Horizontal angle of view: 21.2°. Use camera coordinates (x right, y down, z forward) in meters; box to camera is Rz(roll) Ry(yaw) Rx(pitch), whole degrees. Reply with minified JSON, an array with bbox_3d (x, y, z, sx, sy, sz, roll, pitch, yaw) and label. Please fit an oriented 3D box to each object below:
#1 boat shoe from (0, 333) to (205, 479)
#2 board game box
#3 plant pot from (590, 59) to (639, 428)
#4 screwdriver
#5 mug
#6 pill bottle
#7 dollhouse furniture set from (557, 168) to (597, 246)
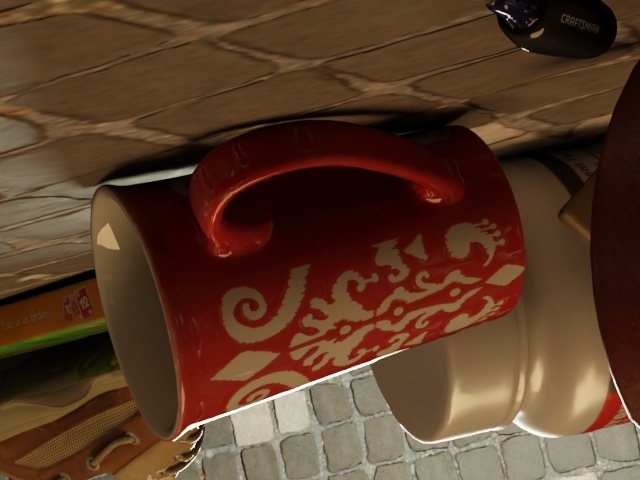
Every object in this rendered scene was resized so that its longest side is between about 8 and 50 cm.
[{"bbox_3d":[-0.131,0.116,1.281,0.324,0.116,0.123,-19,-157,36],"label":"boat shoe"},{"bbox_3d":[-0.172,0.053,1.185,0.259,0.039,0.124,-19,172,40],"label":"board game box"},{"bbox_3d":[0.231,-0.002,0.460,0.272,0.272,0.265,-10,-177,-29],"label":"plant pot"},{"bbox_3d":[0.043,-0.072,0.473,0.025,0.024,0.170,-46,155,19],"label":"screwdriver"},{"bbox_3d":[0.002,0.010,0.740,0.169,0.113,0.150,-14,178,-20],"label":"mug"},{"bbox_3d":[0.174,0.022,0.983,0.283,0.161,0.161,-11,175,-18],"label":"pill bottle"},{"bbox_3d":[0.197,-0.017,0.723,0.151,0.144,0.123,-49,176,-3],"label":"dollhouse furniture set"}]
